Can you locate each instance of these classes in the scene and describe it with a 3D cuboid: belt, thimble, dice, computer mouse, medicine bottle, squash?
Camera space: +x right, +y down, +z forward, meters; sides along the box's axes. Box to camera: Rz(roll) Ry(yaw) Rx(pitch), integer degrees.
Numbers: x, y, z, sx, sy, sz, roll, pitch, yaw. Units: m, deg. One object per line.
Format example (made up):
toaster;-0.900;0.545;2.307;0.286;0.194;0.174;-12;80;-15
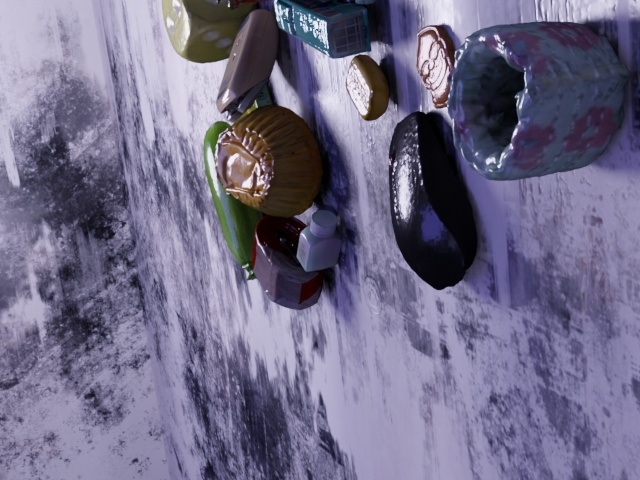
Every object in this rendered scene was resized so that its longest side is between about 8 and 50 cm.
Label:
belt;-0.067;0.050;2.167;0.201;0.128;0.124;57;151;37
thimble;0.259;-0.172;1.245;0.211;0.149;0.185;158;101;-67
dice;-0.241;-0.494;2.237;0.169;0.166;0.169;128;126;-63
computer mouse;-0.143;-0.356;2.112;0.145;0.082;0.236;-30;43;63
computer mouse;0.153;-0.059;1.634;0.168;0.087;0.295;114;140;-61
medicine bottle;0.000;0.000;2.048;0.117;0.074;0.055;99;150;-43
squash;-0.199;-0.101;2.433;0.107;0.107;0.394;146;111;-66

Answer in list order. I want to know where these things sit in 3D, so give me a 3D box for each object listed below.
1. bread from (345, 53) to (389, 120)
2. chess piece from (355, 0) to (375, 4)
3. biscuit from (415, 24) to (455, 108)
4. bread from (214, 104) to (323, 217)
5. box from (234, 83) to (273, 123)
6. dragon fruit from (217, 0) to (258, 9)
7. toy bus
bread;0.085;-0.256;1.733;0.115;0.056;0.082;-116;29;-41
chess piece;0.071;-0.435;1.671;0.103;0.067;0.067;85;158;-44
biscuit;0.175;-0.263;1.562;0.102;0.019;0.130;130;125;-62
bread;-0.099;-0.157;2.086;0.240;0.139;0.239;16;112;45
box;-0.137;-0.238;2.290;0.173;0.043;0.311;-37;68;65
dragon fruit;-0.113;-0.484;1.805;0.236;0.135;0.137;-11;110;50
toy bus;0.005;-0.387;1.797;0.262;0.109;0.091;-138;35;-57
